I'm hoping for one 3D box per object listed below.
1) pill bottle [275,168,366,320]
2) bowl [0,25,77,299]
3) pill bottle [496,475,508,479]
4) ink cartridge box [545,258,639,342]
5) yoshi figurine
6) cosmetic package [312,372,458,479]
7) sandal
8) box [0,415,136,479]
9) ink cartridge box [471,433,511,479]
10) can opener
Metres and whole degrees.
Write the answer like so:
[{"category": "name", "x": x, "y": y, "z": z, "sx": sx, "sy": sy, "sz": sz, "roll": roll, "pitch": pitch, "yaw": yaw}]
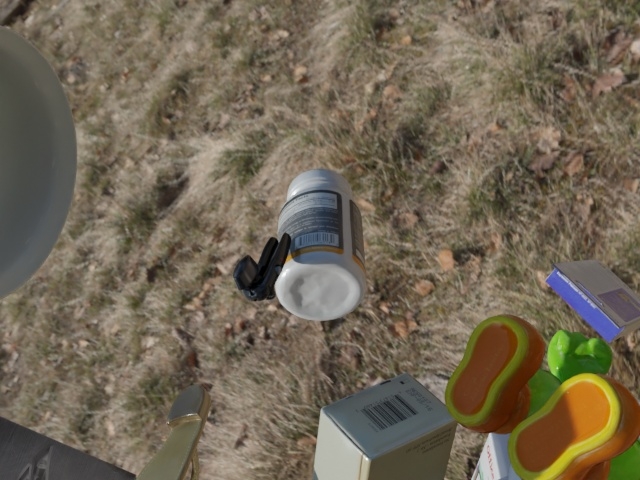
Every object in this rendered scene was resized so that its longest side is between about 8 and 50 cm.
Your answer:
[{"category": "pill bottle", "x": 0.000, "y": 0.000, "z": 1.379, "sx": 0.162, "sy": 0.162, "sz": 0.278, "roll": -18, "pitch": 38, "yaw": 15}, {"category": "bowl", "x": -0.405, "y": -0.084, "z": 0.793, "sx": 0.134, "sy": 0.298, "sz": 0.298, "roll": 8, "pitch": 68, "yaw": 16}, {"category": "pill bottle", "x": 0.289, "y": 0.463, "z": 0.977, "sx": 0.161, "sy": 0.161, "sz": 0.283, "roll": -28, "pitch": 61, "yaw": 9}, {"category": "ink cartridge box", "x": 0.582, "y": 0.120, "z": 1.548, "sx": 0.176, "sy": 0.371, "sz": 0.069, "roll": 48, "pitch": 112, "yaw": 24}, {"category": "yoshi figurine", "x": 0.297, "y": 0.172, "z": 0.664, "sx": 0.203, "sy": 0.362, "sz": 0.204, "roll": -22, "pitch": 48, "yaw": 42}, {"category": "cosmetic package", "x": 0.077, "y": 0.356, "z": 1.038, "sx": 0.160, "sy": 0.309, "sz": 0.113, "roll": -16, "pitch": 35, "yaw": -32}, {"category": "sandal", "x": -0.195, "y": 0.322, "z": 1.056, "sx": 0.088, "sy": 0.079, "sz": 0.240, "roll": -17, "pitch": 34, "yaw": 27}, {"category": "box", "x": -0.264, "y": 0.212, "z": 0.513, "sx": 0.056, "sy": 0.231, "sz": 0.183, "roll": -28, "pitch": 36, "yaw": 44}, {"category": "ink cartridge box", "x": 0.373, "y": 0.542, "z": 1.467, "sx": 0.117, "sy": 0.278, "sz": 0.201, "roll": 5, "pitch": 37, "yaw": -3}, {"category": "can opener", "x": -0.082, "y": 0.038, "z": 1.196, "sx": 0.059, "sy": 0.073, "sz": 0.186, "roll": -6, "pitch": 25, "yaw": 22}]
